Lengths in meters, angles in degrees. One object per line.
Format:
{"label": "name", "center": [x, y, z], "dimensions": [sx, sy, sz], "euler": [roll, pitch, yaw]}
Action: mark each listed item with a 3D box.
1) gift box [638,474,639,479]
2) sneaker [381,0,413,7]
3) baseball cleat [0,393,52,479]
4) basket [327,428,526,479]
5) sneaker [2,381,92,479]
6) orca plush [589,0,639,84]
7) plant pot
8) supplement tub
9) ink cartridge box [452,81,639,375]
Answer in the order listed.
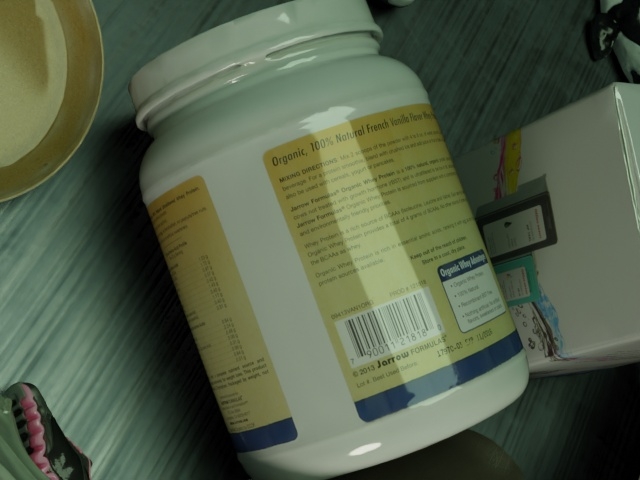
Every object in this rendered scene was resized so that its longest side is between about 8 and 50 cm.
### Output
{"label": "gift box", "center": [0.415, 0.216, 1.073], "dimensions": [0.255, 0.258, 0.276], "euler": [-59, 138, -35]}
{"label": "sneaker", "center": [0.074, -0.325, 1.136], "dimensions": [0.080, 0.081, 0.211], "euler": [10, 72, -34]}
{"label": "baseball cleat", "center": [-0.224, 0.167, 0.782], "dimensions": [0.206, 0.109, 0.072], "euler": [45, 22, 19]}
{"label": "basket", "center": [0.059, 0.239, 0.881], "dimensions": [0.204, 0.154, 0.227], "euler": [44, 33, 14]}
{"label": "sneaker", "center": [-0.187, 0.154, 0.835], "dimensions": [0.057, 0.047, 0.119], "euler": [-16, 85, -59]}
{"label": "orca plush", "center": [0.379, -0.202, 1.296], "dimensions": [0.151, 0.102, 0.287], "euler": [14, 68, -31]}
{"label": "plant pot", "center": [-0.271, -0.138, 0.852], "dimensions": [0.236, 0.032, 0.236], "euler": [5, 82, -33]}
{"label": "supplement tub", "center": [0.000, 0.000, 0.890], "dimensions": [0.228, 0.228, 0.316], "euler": [-18, 87, -37]}
{"label": "ink cartridge box", "center": [0.238, 0.006, 1.027], "dimensions": [0.198, 0.270, 0.197], "euler": [0, 76, -35]}
